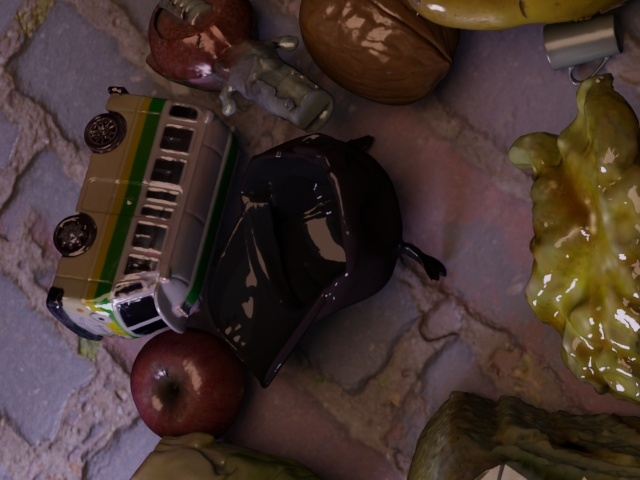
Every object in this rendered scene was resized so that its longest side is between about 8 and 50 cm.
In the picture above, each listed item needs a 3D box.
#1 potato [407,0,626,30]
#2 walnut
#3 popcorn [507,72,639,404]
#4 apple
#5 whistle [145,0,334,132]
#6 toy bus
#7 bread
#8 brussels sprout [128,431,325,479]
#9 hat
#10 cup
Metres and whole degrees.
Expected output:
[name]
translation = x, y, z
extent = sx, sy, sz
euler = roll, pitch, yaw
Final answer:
[potato]
translation = 0.233, -0.326, 1.630
extent = 0.300, 0.140, 0.173
euler = -10, 62, -6
[walnut]
translation = 0.071, -0.253, 1.727
extent = 0.207, 0.167, 0.167
euler = 32, 101, 24
[popcorn]
translation = 0.352, 0.006, 1.521
extent = 0.274, 0.279, 0.335
euler = -169, 85, -65
[apple]
translation = -0.166, 0.186, 1.843
extent = 0.153, 0.120, 0.153
euler = 3, 97, 27
[whistle]
translation = -0.110, -0.231, 1.800
extent = 0.346, 0.142, 0.134
euler = 37, 147, 42
[toy bus]
translation = -0.216, -0.024, 1.818
extent = 0.179, 0.143, 0.305
euler = 7, 69, 18
[bread]
translation = 0.237, 0.308, 1.575
extent = 0.395, 0.264, 0.239
euler = 10, 96, 24
[brussels sprout]
translation = -0.113, 0.385, 1.739
extent = 0.316, 0.242, 0.274
euler = 15, 97, 16
[hat]
translation = 0.012, 0.018, 1.765
extent = 0.238, 0.209, 0.336
euler = 46, 126, 40
[cup]
translation = 0.306, -0.222, 1.674
extent = 0.083, 0.054, 0.075
euler = -9, 83, 22
